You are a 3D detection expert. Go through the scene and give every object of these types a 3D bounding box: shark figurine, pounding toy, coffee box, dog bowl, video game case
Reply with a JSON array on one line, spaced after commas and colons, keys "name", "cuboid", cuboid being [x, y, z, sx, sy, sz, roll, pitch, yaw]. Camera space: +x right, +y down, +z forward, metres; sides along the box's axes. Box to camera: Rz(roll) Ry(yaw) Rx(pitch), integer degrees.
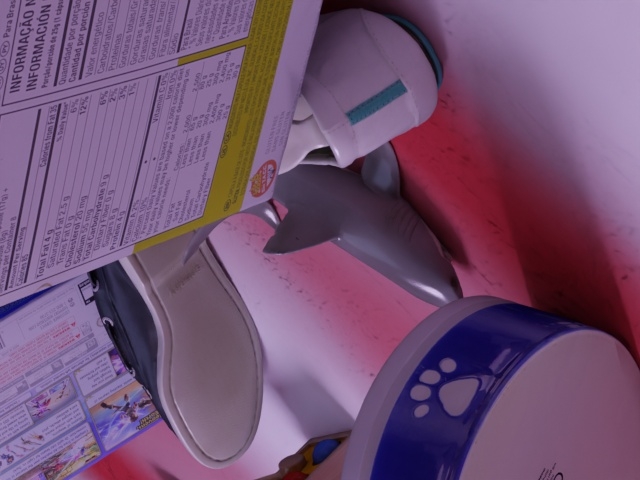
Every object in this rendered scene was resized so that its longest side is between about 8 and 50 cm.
[{"name": "shark figurine", "cuboid": [-0.022, -0.018, 1.525, 0.278, 0.116, 0.166, 16, 138, 41]}, {"name": "pounding toy", "cuboid": [-0.022, 0.253, 1.846, 0.100, 0.130, 0.141, 52, 152, -9]}, {"name": "coffee box", "cuboid": [-0.218, -0.204, 1.206, 0.338, 0.334, 0.338, 32, 124, 26]}, {"name": "dog bowl", "cuboid": [0.138, 0.181, 1.396, 0.104, 0.265, 0.265, 16, 139, 41]}, {"name": "video game case", "cuboid": [-0.276, 0.135, 1.896, 0.061, 0.269, 0.244, 40, 154, 44]}]

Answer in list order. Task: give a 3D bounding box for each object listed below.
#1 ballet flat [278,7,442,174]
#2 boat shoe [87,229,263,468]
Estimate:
[{"name": "ballet flat", "cuboid": [-0.069, -0.103, 1.459, 0.400, 0.139, 0.139, -2, 126, 55]}, {"name": "boat shoe", "cuboid": [-0.159, 0.071, 1.809, 0.113, 0.127, 0.340, 14, 136, 47]}]
